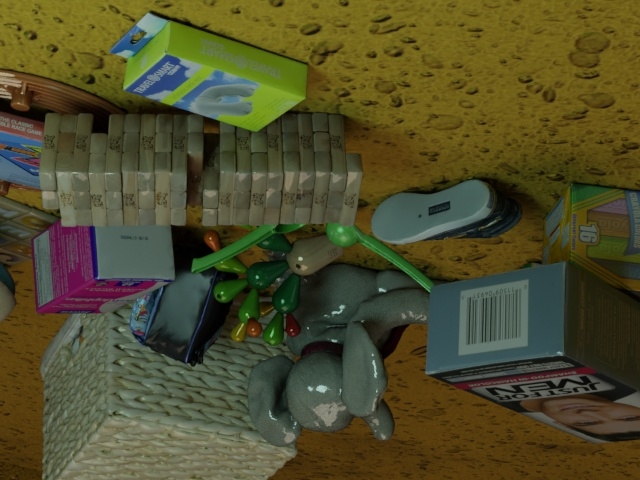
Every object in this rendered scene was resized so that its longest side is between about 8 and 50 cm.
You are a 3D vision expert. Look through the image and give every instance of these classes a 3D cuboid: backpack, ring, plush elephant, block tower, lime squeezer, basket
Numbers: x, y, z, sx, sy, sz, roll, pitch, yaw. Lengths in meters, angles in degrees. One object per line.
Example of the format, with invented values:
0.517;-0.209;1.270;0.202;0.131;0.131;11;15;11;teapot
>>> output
-0.183;0.080;1.944;0.116;0.158;0.173;20;-171;5;backpack
-0.363;-0.115;1.622;0.336;0.032;0.336;5;161;2;ring
0.041;0.171;1.969;0.330;0.255;0.272;22;155;-38;plush elephant
-0.127;-0.077;1.493;0.335;0.097;0.091;1;141;-5;block tower
0.000;0.000;1.721;0.310;0.110;0.059;6;145;2;lime squeezer
-0.240;0.245;2.132;0.331;0.266;0.328;15;141;-24;basket

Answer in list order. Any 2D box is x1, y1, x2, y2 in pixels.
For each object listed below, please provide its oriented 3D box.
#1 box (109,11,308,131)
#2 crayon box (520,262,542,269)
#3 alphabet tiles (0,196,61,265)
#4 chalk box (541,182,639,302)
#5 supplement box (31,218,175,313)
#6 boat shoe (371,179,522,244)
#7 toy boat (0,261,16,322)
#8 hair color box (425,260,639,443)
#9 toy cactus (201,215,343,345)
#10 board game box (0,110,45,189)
-0.115;-0.167;1.394;0.178;0.042;0.109;15;158;-27;box
0.399;0.140;1.921;0.278;0.165;0.081;11;160;-13;crayon box
-0.528;-0.031;1.925;0.342;0.011;0.285;23;154;-39;alphabet tiles
0.383;0.023;1.657;0.213;0.132;0.132;7;159;-6;chalk box
-0.293;0.023;1.839;0.111;0.114;0.220;1;167;-32;supplement box
0.153;-0.024;1.683;0.183;0.065;0.083;-11;156;40;boat shoe
-0.535;0.057;1.969;0.267;0.148;0.318;13;157;14;toy boat
0.310;0.144;1.644;0.185;0.114;0.374;-13;154;39;hair color box
-0.056;0.036;1.819;0.180;0.219;0.112;-22;-162;-11;toy cactus
-0.360;-0.106;1.560;0.281;0.027;0.145;14;159;-22;board game box
